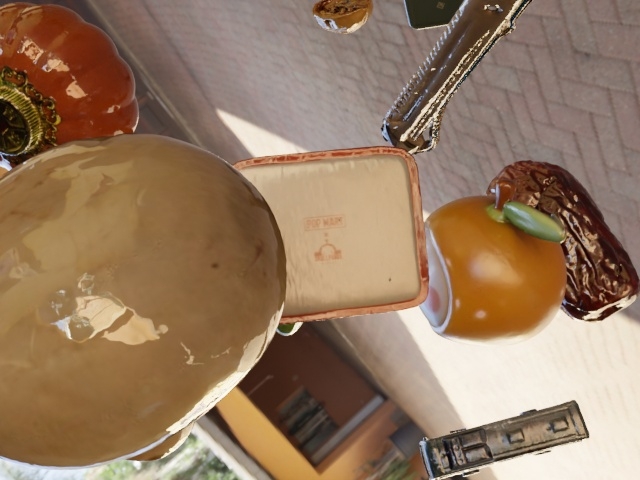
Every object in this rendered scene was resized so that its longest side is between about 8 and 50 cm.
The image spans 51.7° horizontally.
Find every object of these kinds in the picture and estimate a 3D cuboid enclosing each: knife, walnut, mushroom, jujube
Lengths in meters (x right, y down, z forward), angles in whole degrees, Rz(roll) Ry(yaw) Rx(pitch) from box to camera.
[{"bbox_3d":[0.158,-0.207,0.818,0.365,0.089,0.043,121,153,-64],"label":"knife"},{"bbox_3d":[0.043,-0.389,1.144,0.121,0.091,0.052,22,150,41],"label":"walnut"},{"bbox_3d":[-0.111,0.045,0.385,0.209,0.206,0.206,63,168,-18],"label":"mushroom"},{"bbox_3d":[0.461,0.002,1.271,0.342,0.216,0.216,59,178,35],"label":"jujube"}]

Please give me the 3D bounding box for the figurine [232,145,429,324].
[{"bbox_3d":[0.000,0.000,0.732,0.226,0.183,0.160,146,119,-85],"label":"figurine"}]

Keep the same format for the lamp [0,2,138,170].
[{"bbox_3d":[-0.331,-0.174,0.804,0.223,0.223,0.196,53,-151,-18],"label":"lamp"}]

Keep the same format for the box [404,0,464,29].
[{"bbox_3d":[0.204,-0.405,1.116,0.091,0.126,0.031,66,-154,-48],"label":"box"}]

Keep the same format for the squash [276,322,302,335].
[{"bbox_3d":[-0.043,0.088,1.307,0.082,0.082,0.293,46,137,23],"label":"squash"}]

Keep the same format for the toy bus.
[{"bbox_3d":[0.183,0.202,0.667,0.065,0.165,0.047,53,-160,-67],"label":"toy bus"}]

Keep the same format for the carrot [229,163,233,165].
[{"bbox_3d":[-0.166,-0.099,0.923,0.216,0.048,0.048,12,143,55],"label":"carrot"}]

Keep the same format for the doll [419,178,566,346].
[{"bbox_3d":[0.223,0.015,0.850,0.213,0.213,0.236,44,139,35],"label":"doll"}]
